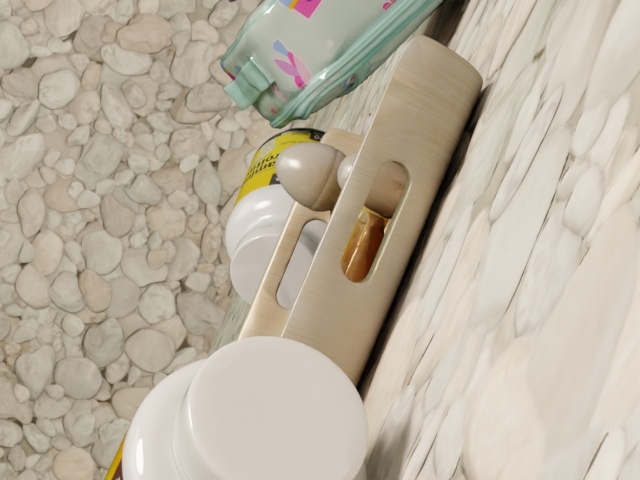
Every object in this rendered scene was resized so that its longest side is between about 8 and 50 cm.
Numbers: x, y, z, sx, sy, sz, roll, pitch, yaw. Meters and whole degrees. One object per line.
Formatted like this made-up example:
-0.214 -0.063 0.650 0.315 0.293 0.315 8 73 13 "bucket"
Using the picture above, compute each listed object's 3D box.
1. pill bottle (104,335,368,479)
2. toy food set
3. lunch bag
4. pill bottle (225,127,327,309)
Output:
-0.050 0.135 0.689 0.215 0.117 0.117 119 172 -51 "pill bottle"
0.000 0.000 0.926 0.306 0.092 0.219 141 152 -80 "toy food set"
0.018 -0.193 1.197 0.224 0.108 0.279 -46 5 -6 "lunch bag"
-0.024 -0.016 1.194 0.184 0.103 0.103 -76 10 -60 "pill bottle"
